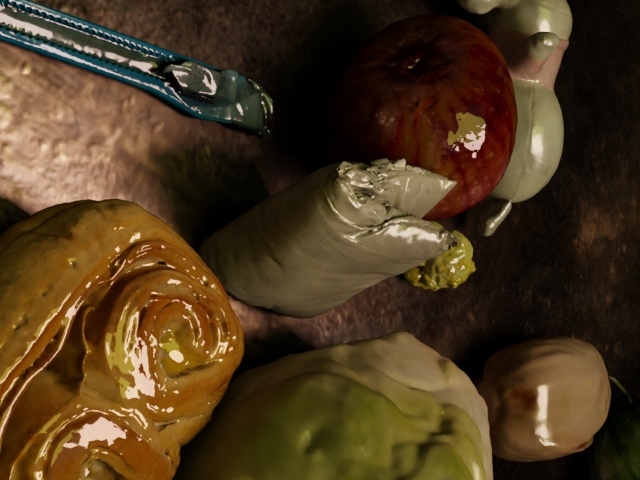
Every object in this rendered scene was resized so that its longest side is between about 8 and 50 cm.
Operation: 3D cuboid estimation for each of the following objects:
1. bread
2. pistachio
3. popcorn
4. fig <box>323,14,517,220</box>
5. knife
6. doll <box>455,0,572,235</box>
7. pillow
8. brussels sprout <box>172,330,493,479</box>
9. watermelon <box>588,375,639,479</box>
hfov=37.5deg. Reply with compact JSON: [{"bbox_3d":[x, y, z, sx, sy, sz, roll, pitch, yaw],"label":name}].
[{"bbox_3d":[-0.158,0.091,0.589,0.198,0.120,0.236,53,56,-36],"label":"bread"},{"bbox_3d":[0.243,0.171,1.010,0.206,0.131,0.129,-3,136,-46],"label":"pistachio"},{"bbox_3d":[0.112,0.012,0.915,0.083,0.068,0.059,37,33,-2],"label":"popcorn"},{"bbox_3d":[0.089,-0.081,0.827,0.175,0.175,0.207,-51,154,-31],"label":"fig"},{"bbox_3d":[-0.135,-0.124,0.667,0.296,0.026,0.044,12,96,-47],"label":"knife"},{"bbox_3d":[0.193,-0.141,0.931,0.155,0.113,0.275,-102,-172,-83],"label":"doll"},{"bbox_3d":[0.000,0.000,0.722,0.134,0.181,0.078,13,56,-43],"label":"pillow"},{"bbox_3d":[0.019,0.211,0.692,0.274,0.243,0.316,35,69,-50],"label":"brussels sprout"},{"bbox_3d":[0.425,0.283,1.178,0.188,0.214,0.188,-7,128,-10],"label":"watermelon"}]
